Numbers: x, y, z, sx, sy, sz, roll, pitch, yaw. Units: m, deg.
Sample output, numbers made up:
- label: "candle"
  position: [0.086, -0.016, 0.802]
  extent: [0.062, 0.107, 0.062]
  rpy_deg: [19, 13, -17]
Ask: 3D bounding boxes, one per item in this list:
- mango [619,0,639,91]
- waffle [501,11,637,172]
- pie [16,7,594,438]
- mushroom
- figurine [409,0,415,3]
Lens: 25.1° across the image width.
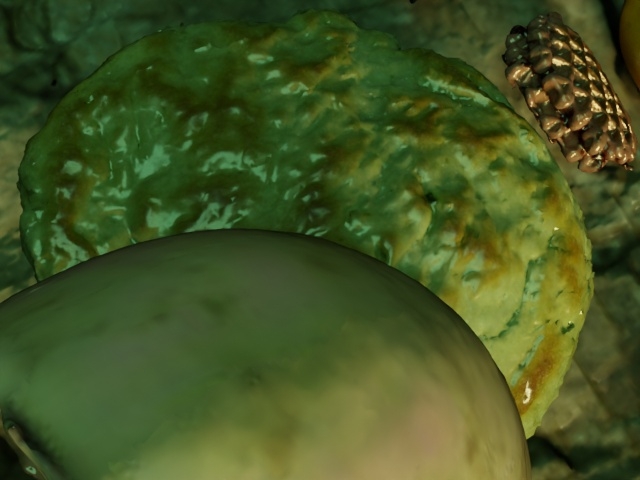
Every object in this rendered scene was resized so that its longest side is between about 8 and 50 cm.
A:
- label: "mango"
  position: [0.172, -0.086, 0.666]
  extent: [0.060, 0.046, 0.089]
  rpy_deg: [-29, 69, -7]
- label: "waffle"
  position: [0.115, -0.065, 0.648]
  extent: [0.029, 0.075, 0.083]
  rpy_deg: [-34, 85, 28]
- label: "pie"
  position: [0.000, 0.000, 0.629]
  extent: [0.248, 0.090, 0.201]
  rpy_deg: [37, 72, 6]
- label: "mushroom"
  position: [0.000, 0.068, 0.467]
  extent: [0.173, 0.162, 0.236]
  rpy_deg: [-35, 72, -16]
- label: "figurine"
  position: [0.091, -0.156, 0.663]
  extent: [0.136, 0.079, 0.077]
  rpy_deg: [-5, 39, 4]
